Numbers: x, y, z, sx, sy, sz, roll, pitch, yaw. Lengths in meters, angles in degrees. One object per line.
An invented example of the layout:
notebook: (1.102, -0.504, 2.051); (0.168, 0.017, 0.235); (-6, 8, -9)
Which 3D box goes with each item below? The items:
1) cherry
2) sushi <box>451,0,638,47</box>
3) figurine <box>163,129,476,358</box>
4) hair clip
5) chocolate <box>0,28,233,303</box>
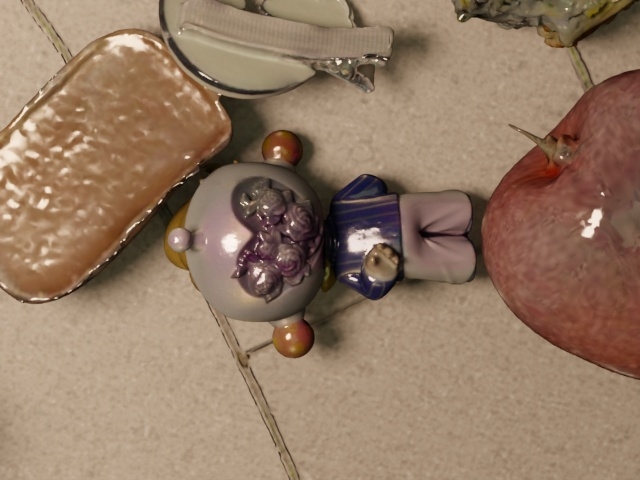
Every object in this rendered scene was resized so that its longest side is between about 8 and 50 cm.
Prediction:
cherry: (0.283, -0.007, 1.294); (0.307, 0.221, 0.261); (42, 103, -1)
sushi: (0.185, -0.300, 1.295); (0.184, 0.139, 0.274); (-12, 95, -5)
figurine: (0.004, 0.010, 1.331); (0.274, 0.133, 0.194); (20, 81, -8)
hair clip: (-0.048, -0.180, 1.308); (0.220, 0.054, 0.140); (11, 55, -5)
chocolate: (-0.200, -0.061, 1.331); (0.261, 0.083, 0.161); (-41, 80, -1)
